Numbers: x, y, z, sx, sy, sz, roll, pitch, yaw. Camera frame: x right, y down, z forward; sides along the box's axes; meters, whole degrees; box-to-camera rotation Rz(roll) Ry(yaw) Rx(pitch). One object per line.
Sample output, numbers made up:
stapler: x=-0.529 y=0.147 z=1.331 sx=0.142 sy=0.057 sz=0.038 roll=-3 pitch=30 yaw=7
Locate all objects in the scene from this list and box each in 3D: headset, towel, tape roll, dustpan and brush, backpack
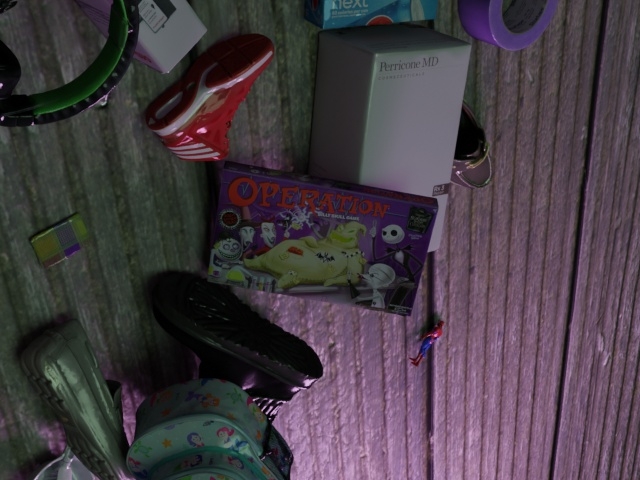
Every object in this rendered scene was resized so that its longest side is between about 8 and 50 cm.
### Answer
headset: x=-0.381 y=-0.221 z=0.965 sx=0.394 sy=0.185 sz=0.243 roll=-3 pitch=129 yaw=-27
towel: x=-0.380 y=0.001 z=1.344 sx=0.083 sy=0.009 sz=0.060 roll=-33 pitch=131 yaw=-23
tape roll: x=0.344 y=-0.447 z=1.668 sx=0.189 sy=0.080 sz=0.189 roll=-21 pitch=125 yaw=-32
dustpan and brush: x=-0.418 y=0.376 z=1.490 sx=0.147 sy=0.060 sz=0.211 roll=12 pitch=77 yaw=-44
backpack: x=-0.181 y=0.348 z=1.453 sx=0.225 sy=0.191 sz=0.253 roll=-19 pitch=118 yaw=15

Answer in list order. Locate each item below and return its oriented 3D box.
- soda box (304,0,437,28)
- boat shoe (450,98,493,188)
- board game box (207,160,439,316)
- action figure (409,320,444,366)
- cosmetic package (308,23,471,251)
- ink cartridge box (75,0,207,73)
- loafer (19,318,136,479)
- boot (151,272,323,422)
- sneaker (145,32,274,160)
soda box: x=0.083 y=-0.385 z=1.459 sx=0.210 sy=0.067 sz=0.071 roll=-11 pitch=121 yaw=-24
boat shoe: x=0.262 y=-0.184 z=1.740 sx=0.109 sy=0.091 sz=0.305 roll=-50 pitch=136 yaw=-6
board game box: x=0.000 y=0.000 z=1.497 sx=0.346 sy=0.056 sz=0.208 roll=10 pitch=112 yaw=-3
action figure: x=0.233 y=0.219 z=1.997 sx=0.115 sy=0.030 sz=0.038 roll=-48 pitch=142 yaw=-15
cosmetic package: x=0.107 y=-0.163 z=1.570 sx=0.217 sy=0.156 sz=0.385 roll=-15 pitch=124 yaw=-32
ink cartridge box: x=-0.258 y=-0.325 z=1.158 sx=0.087 sy=0.153 sz=0.208 roll=-48 pitch=137 yaw=-10
loafer: x=-0.349 y=0.266 z=1.438 sx=0.111 sy=0.112 sz=0.319 roll=-44 pitch=130 yaw=-36
boot: x=-0.195 y=0.230 z=1.558 sx=0.348 sy=0.131 sz=0.260 roll=36 pitch=113 yaw=-24
sneaker: x=-0.149 y=-0.208 z=1.388 sx=0.221 sy=0.087 sz=0.128 roll=-36 pitch=143 yaw=-4
